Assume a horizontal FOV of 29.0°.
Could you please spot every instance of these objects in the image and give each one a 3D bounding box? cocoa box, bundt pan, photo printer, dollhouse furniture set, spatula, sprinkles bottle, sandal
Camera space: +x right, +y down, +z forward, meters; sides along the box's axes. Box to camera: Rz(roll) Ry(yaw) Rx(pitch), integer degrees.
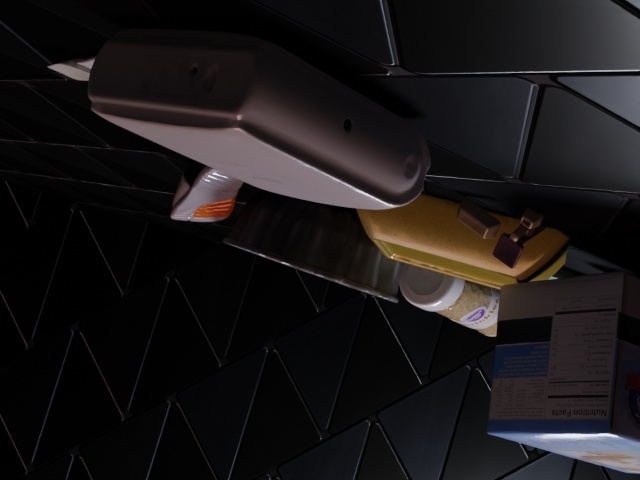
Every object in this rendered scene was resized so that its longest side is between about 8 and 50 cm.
[{"bbox_3d":[0.445,0.206,1.803,0.347,0.228,0.231,21,160,-37],"label":"cocoa box"},{"bbox_3d":[0.000,0.000,2.181,0.331,0.124,0.331,19,178,1],"label":"bundt pan"},{"bbox_3d":[-0.052,-0.118,1.294,0.256,0.107,0.307,12,173,42],"label":"photo printer"},{"bbox_3d":[0.253,-0.041,1.679,0.114,0.091,0.081,38,-135,21],"label":"dollhouse furniture set"},{"bbox_3d":[-0.225,-0.196,1.508,0.168,0.019,0.242,21,173,-29],"label":"spatula"},{"bbox_3d":[0.285,0.105,2.464,0.121,0.121,0.355,13,174,33],"label":"sprinkles bottle"},{"bbox_3d":[-0.185,-0.102,2.114,0.102,0.076,0.265,4,158,-21],"label":"sandal"}]

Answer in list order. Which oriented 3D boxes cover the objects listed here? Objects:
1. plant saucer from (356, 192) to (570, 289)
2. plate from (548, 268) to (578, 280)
[{"bbox_3d":[0.210,0.006,1.909,0.333,0.081,0.333,16,174,12],"label":"plant saucer"},{"bbox_3d":[0.397,0.061,2.191,0.188,0.024,0.188,17,174,2],"label":"plate"}]
